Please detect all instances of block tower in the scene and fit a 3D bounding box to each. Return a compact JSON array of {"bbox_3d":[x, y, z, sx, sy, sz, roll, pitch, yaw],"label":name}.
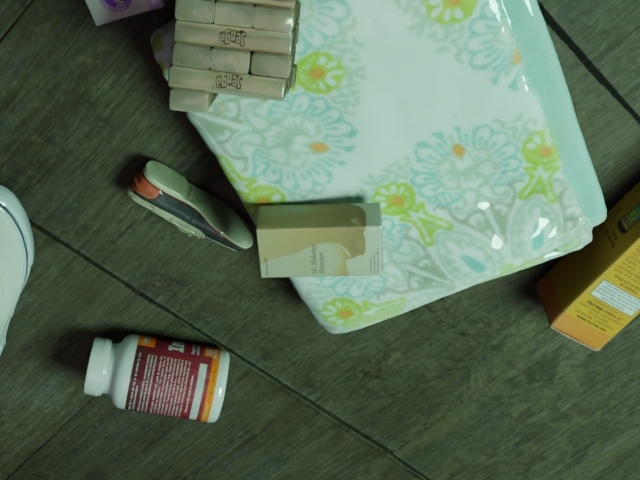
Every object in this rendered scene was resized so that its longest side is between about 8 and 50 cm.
[{"bbox_3d":[-0.053,-0.265,0.641,0.097,0.091,0.335,7,109,0],"label":"block tower"}]

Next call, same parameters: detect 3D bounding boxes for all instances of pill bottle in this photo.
[{"bbox_3d":[-0.184,0.153,0.983,0.152,0.086,0.086,11,124,-10],"label":"pill bottle"}]

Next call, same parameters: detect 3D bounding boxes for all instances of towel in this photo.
[{"bbox_3d":[0.071,-0.094,0.816,0.321,0.090,0.374,-21,122,12],"label":"towel"}]

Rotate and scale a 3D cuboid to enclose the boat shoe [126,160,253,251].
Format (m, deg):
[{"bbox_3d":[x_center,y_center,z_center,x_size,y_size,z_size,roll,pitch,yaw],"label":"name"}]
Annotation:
[{"bbox_3d":[-0.131,-0.027,0.882,0.137,0.049,0.043,34,121,-20],"label":"boat shoe"}]

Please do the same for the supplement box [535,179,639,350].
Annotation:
[{"bbox_3d":[0.331,0.006,0.899,0.080,0.078,0.233,26,121,-18],"label":"supplement box"}]

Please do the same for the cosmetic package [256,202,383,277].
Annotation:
[{"bbox_3d":[0.000,0.000,0.809,0.115,0.041,0.060,-3,126,3],"label":"cosmetic package"}]

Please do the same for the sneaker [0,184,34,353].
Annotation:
[{"bbox_3d":[-0.359,0.061,0.910,0.094,0.091,0.258,12,124,-9],"label":"sneaker"}]

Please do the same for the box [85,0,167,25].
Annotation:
[{"bbox_3d":[-0.201,-0.329,0.660,0.067,0.063,0.323,-12,124,9],"label":"box"}]
